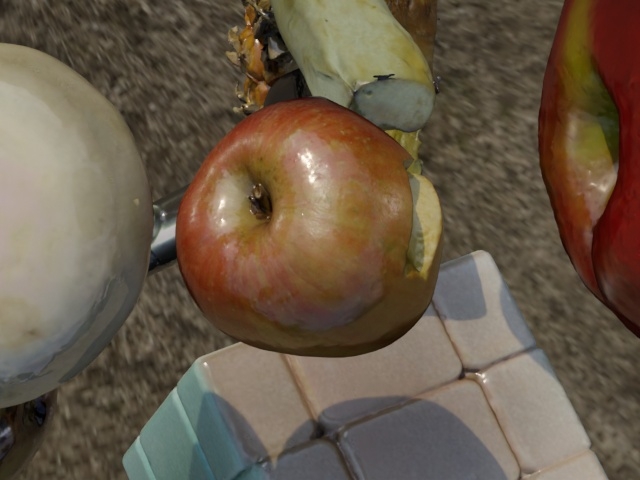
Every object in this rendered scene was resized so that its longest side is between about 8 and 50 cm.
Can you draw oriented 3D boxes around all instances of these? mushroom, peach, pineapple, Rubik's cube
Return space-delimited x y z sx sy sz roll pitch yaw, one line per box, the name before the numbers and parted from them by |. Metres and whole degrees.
mushroom | 0.015 -0.184 1.469 0.100 0.312 0.081 -9 123 -10
mushroom | -0.234 -0.016 1.171 0.246 0.202 0.246 -2 103 -9
peach | 0.287 -0.067 0.918 0.338 0.281 0.281 -7 105 -18
pineapple | -0.035 -0.214 1.782 0.286 0.209 0.344 9 85 -52
Rubik's cube | 0.043 0.241 1.613 0.319 0.322 0.316 -19 74 -26

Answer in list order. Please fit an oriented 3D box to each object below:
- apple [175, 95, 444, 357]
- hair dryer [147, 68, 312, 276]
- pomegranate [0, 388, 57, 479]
apple | 0.000 0.000 1.218 0.199 0.199 0.199 -3 104 -11
hair dryer | -0.134 -0.046 1.558 0.320 0.284 0.155 -23 72 7
pomegranate | -0.426 0.142 1.814 0.306 0.242 0.242 26 98 5
